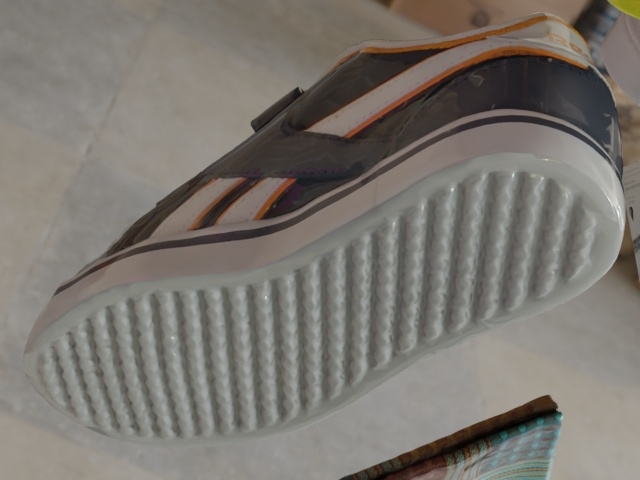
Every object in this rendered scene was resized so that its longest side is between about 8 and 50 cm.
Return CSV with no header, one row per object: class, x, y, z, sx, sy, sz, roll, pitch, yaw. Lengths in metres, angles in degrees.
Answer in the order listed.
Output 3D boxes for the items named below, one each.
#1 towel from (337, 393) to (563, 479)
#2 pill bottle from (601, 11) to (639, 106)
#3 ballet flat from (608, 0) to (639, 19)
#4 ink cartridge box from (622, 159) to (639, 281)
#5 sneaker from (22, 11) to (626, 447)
towel,0.065,0.276,1.175,0.271,0.370,0.040,-21,56,-13
pill bottle,0.227,-0.149,0.722,0.108,0.193,0.108,17,45,-17
ballet flat,0.229,-0.096,0.621,0.230,0.077,0.077,18,56,-4
ink cartridge box,0.164,0.002,0.640,0.028,0.083,0.048,-8,-6,-16
sneaker,0.000,0.000,0.674,0.126,0.321,0.127,48,36,-30
